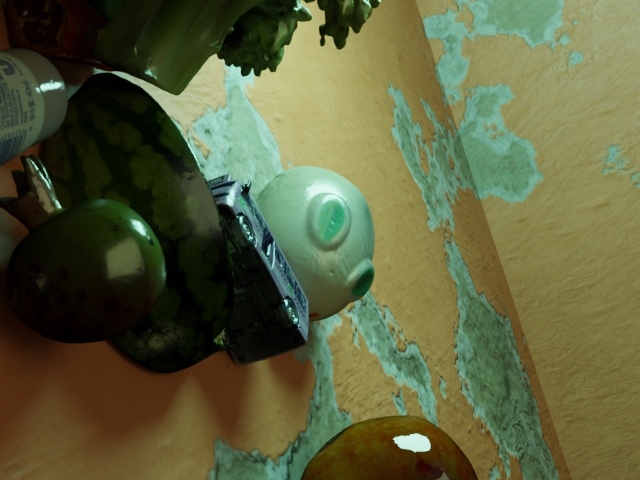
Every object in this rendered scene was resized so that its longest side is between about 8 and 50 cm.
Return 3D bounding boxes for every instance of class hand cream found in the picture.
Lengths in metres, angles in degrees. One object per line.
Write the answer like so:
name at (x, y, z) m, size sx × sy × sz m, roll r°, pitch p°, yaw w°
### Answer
hand cream at (-0.279, -0.084, 0.815) m, size 0.248 × 0.083 × 0.133 m, roll -42°, pitch 130°, yaw -69°

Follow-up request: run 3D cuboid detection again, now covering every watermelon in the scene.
watermelon at (-0.149, -0.019, 1.024) m, size 0.303 × 0.128 × 0.159 m, roll 69°, pitch 21°, yaw -7°

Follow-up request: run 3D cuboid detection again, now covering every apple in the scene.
apple at (0.075, 0.305, 1.220) m, size 0.230 × 0.230 × 0.230 m, roll 51°, pitch 29°, yaw -43°

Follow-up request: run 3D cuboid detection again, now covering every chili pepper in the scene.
chili pepper at (-0.229, -0.196, 1.073) m, size 0.169 × 0.065 × 0.088 m, roll 17°, pitch 58°, yaw -69°

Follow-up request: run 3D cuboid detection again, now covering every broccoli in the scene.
broccoli at (-0.082, -0.289, 1.048) m, size 0.277 × 0.317 × 0.338 m, roll 28°, pitch 27°, yaw -32°

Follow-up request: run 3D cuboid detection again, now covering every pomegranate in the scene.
pomegranate at (-0.202, 0.014, 0.886) m, size 0.159 × 0.129 × 0.129 m, roll 37°, pitch 36°, yaw -25°

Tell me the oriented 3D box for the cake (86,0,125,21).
cake at (-0.223, -0.321, 1.136) m, size 0.235 × 0.099 × 0.100 m, roll 65°, pitch 23°, yaw -19°

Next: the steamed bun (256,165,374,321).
steamed bun at (0.000, 0.000, 1.383) m, size 0.228 × 0.131 × 0.177 m, roll -72°, pitch 141°, yaw -60°

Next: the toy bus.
toy bus at (-0.087, 0.029, 1.190) m, size 0.108 × 0.096 × 0.198 m, roll -81°, pitch 148°, yaw -58°
